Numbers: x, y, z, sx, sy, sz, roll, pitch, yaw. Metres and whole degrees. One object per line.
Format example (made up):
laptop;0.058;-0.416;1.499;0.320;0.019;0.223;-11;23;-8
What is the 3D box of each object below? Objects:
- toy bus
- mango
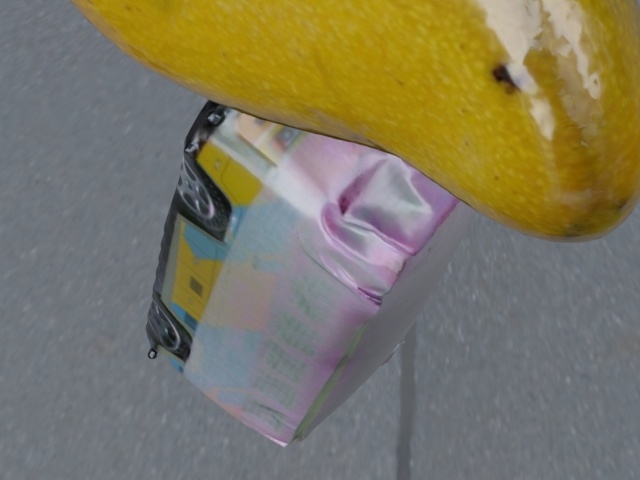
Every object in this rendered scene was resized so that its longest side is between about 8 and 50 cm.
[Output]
toy bus;0.000;0.000;1.089;0.162;0.386;0.171;38;66;8
mango;0.005;-0.100;0.534;0.262;0.109;0.157;32;140;18
